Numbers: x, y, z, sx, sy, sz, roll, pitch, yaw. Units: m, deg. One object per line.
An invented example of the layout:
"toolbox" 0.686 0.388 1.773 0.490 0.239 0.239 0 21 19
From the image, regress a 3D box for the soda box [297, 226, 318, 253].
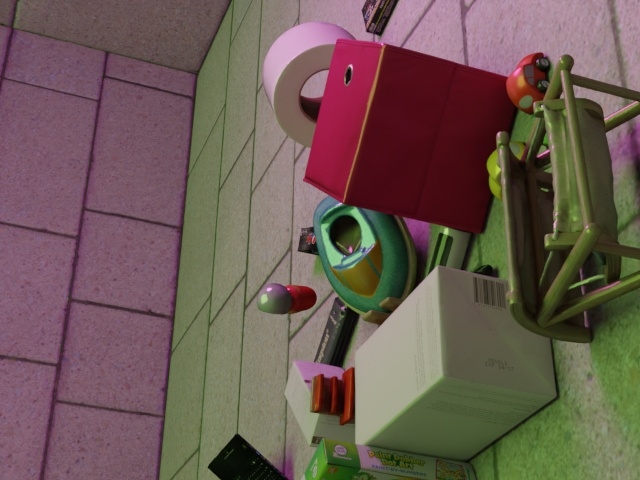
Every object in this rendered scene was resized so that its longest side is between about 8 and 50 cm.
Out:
"soda box" 0.000 0.000 2.382 0.169 0.053 0.060 172 108 -72

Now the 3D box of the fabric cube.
"fabric cube" 0.144 -0.180 1.733 0.254 0.259 0.258 -142 65 -69

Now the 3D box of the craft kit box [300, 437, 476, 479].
"craft kit box" 0.076 0.419 1.578 0.061 0.247 0.250 -103 31 -50

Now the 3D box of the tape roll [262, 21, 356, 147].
"tape roll" 0.002 -0.344 2.290 0.169 0.246 0.246 -113 39 -59

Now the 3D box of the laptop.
"laptop" -0.165 0.608 2.358 0.136 0.264 0.234 -45 -5 -38

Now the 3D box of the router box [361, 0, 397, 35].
"router box" 0.137 -0.539 2.337 0.092 0.038 0.122 -96 25 -45

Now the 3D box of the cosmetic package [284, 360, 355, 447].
"cosmetic package" 0.013 0.324 2.039 0.231 0.117 0.085 -134 56 -67

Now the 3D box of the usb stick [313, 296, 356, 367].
"usb stick" 0.016 0.247 2.190 0.077 0.045 0.278 -118 44 -64

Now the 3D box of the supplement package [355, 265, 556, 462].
"supplement package" 0.183 0.193 1.508 0.293 0.177 0.175 127 150 -51

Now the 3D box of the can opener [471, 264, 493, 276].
"can opener" 0.225 0.111 1.656 0.059 0.073 0.186 50 143 17

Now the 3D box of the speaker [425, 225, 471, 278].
"speaker" 0.209 0.044 1.726 0.055 0.055 0.136 -140 63 -70

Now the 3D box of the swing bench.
"swing bench" 0.315 -0.043 1.283 0.254 0.165 0.253 128 149 -54

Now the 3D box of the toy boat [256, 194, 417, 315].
"toy boat" 0.028 0.053 1.930 0.318 0.148 0.267 -35 71 28

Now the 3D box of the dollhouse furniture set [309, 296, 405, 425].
"dollhouse furniture set" 0.090 0.254 1.815 0.259 0.135 0.262 135 143 -59

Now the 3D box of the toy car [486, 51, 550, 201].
"toy car" 0.318 -0.168 1.529 0.225 0.053 0.239 -155 77 -72
